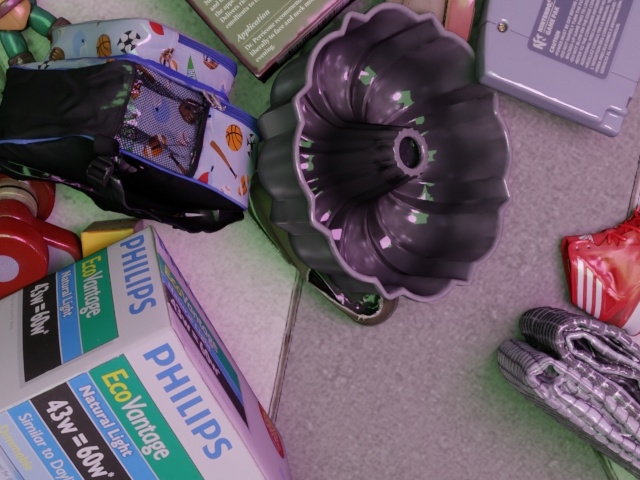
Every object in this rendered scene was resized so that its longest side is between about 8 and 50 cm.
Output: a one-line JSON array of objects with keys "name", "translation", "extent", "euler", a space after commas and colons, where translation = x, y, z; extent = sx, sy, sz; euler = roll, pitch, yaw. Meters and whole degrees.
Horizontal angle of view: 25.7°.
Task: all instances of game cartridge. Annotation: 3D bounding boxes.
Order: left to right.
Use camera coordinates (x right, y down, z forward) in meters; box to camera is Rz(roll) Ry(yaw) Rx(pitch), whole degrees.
[{"name": "game cartridge", "translation": [0.292, -0.286, 1.597], "extent": [0.198, 0.062, 0.297], "euler": [21, 77, 0]}]

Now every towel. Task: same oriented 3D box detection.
[{"name": "towel", "translation": [0.348, 0.184, 1.584], "extent": [0.283, 0.235, 0.121], "euler": [36, 88, -3]}]

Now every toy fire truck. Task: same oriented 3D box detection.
[{"name": "toy fire truck", "translation": [-0.442, 0.019, 1.600], "extent": [0.302, 0.169, 0.254], "euler": [22, 122, -22]}]

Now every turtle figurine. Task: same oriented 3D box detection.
[{"name": "turtle figurine", "translation": [-0.362, -0.269, 1.603], "extent": [0.175, 0.118, 0.234], "euler": [-35, 110, 17]}]

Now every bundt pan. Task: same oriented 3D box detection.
[{"name": "bundt pan", "translation": [0.061, -0.091, 1.557], "extent": [0.330, 0.124, 0.331], "euler": [5, 81, -39]}]

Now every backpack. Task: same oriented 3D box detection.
[{"name": "backpack", "translation": [-0.197, -0.119, 1.540], "extent": [0.263, 0.276, 0.213], "euler": [32, 75, -42]}]

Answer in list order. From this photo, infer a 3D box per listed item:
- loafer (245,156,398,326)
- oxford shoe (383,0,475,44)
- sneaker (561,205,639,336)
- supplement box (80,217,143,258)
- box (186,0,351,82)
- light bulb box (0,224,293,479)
[{"name": "loafer", "translation": [0.000, 0.000, 1.638], "extent": [0.251, 0.087, 0.094], "euler": [44, 93, -3]}, {"name": "oxford shoe", "translation": [0.123, -0.395, 1.591], "extent": [0.130, 0.123, 0.348], "euler": [5, 94, 2]}, {"name": "sneaker", "translation": [0.361, -0.008, 1.641], "extent": [0.128, 0.087, 0.221], "euler": [23, 93, -3]}, {"name": "supplement box", "translation": [-0.241, -0.002, 1.632], "extent": [0.062, 0.098, 0.036], "euler": [-5, 98, -1]}, {"name": "box", "translation": [-0.073, -0.307, 1.574], "extent": [0.168, 0.167, 0.203], "euler": [-41, 93, 3]}, {"name": "light bulb box", "translation": [-0.252, 0.240, 1.528], "extent": [0.361, 0.225, 0.358], "euler": [-27, 121, 2]}]
